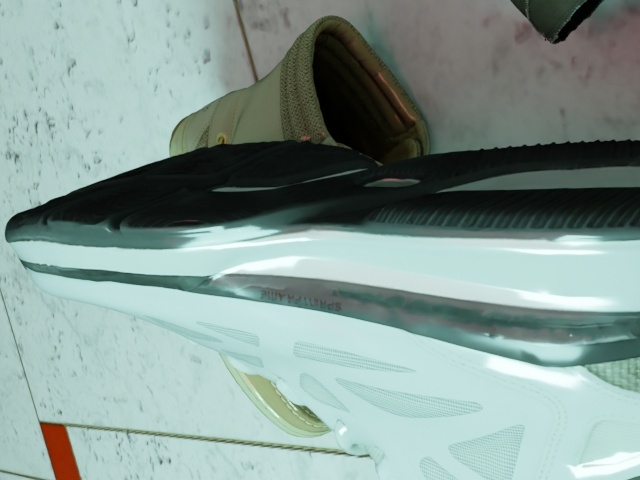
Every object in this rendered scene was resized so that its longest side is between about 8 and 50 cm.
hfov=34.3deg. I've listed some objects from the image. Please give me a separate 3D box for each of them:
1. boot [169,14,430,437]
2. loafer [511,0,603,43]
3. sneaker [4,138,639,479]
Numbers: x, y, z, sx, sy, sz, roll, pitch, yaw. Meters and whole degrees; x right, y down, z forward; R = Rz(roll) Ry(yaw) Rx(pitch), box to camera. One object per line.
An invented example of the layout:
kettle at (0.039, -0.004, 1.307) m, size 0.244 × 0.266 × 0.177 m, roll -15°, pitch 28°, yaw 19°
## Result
boot at (0.000, 0.000, 0.712) m, size 0.203 × 0.095 × 0.262 m, roll -26°, pitch 80°, yaw 52°
loafer at (0.166, -0.150, 0.461) m, size 0.220 × 0.080 × 0.078 m, roll -18°, pitch 100°, yaw 58°
sneaker at (0.011, 0.086, 0.566) m, size 0.447 × 0.169 × 0.257 m, roll 4°, pitch 111°, yaw 35°
